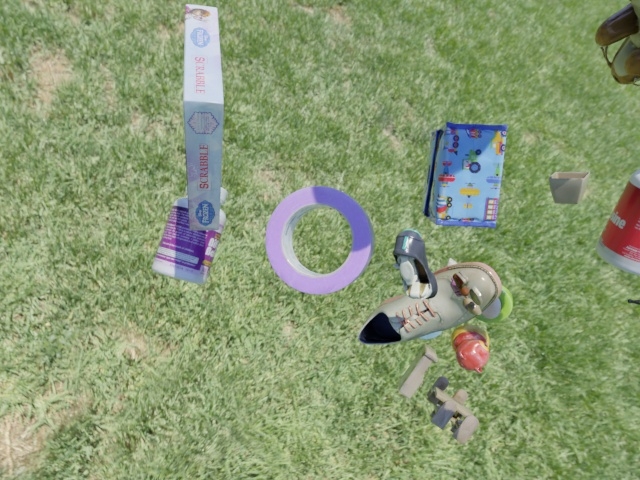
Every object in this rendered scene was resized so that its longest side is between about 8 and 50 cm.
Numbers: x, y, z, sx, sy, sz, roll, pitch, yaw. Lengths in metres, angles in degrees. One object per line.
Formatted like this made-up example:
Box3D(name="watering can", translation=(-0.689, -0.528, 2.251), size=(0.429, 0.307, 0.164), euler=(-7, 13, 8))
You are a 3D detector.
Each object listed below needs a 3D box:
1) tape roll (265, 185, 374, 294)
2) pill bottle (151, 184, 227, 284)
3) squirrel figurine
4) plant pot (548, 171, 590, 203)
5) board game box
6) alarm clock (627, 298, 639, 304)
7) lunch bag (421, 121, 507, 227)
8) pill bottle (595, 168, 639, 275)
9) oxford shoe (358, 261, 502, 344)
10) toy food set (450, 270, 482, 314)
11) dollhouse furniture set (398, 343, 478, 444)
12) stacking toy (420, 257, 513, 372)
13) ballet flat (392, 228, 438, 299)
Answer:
Box3D(name="tape roll", translation=(0.000, 0.000, 1.129), size=(0.275, 0.090, 0.274), euler=(0, 89, 14))
Box3D(name="pill bottle", translation=(-0.389, -0.028, 1.329), size=(0.169, 0.169, 0.301), euler=(18, 82, -11))
Box3D(name="squirrel figurine", translation=(0.874, -0.555, 1.028), size=(0.281, 0.397, 0.370), euler=(53, 13, 29))
Box3D(name="plant pot", translation=(0.869, -0.182, 1.514), size=(0.109, 0.109, 0.096), euler=(-27, 117, -45))
Box3D(name="board game box", translation=(-0.237, -0.240, 0.872), size=(0.066, 0.318, 0.318), euler=(-1, 52, -16))
Box3D(name="alarm clock", translation=(0.582, 0.095, 0.642), size=(0.129, 0.192, 0.064), euler=(12, 85, -6))
Box3D(name="lunch bag", translation=(0.317, -0.161, 1.057), size=(0.138, 0.293, 0.220), euler=(3, 100, -2))
Box3D(name="pill bottle", translation=(1.131, -0.100, 1.455), size=(0.229, 0.407, 0.229), euler=(7, 29, -4))
Box3D(name="oxford shoe", translation=(0.248, 0.177, 1.037), size=(0.147, 0.397, 0.140), euler=(-25, 79, -44))
Box3D(name="toy food set", translation=(0.243, 0.088, 0.731), size=(0.019, 0.122, 0.078), euler=(-31, 55, 3))
Box3D(name="dollhouse furniture set", translation=(0.399, 0.480, 1.395), size=(0.242, 0.161, 0.212), euler=(33, 8, 8))
Box3D(name="stacking toy", translation=(0.422, 0.236, 1.318), size=(0.309, 0.279, 0.130), euler=(31, 26, 4))
Box3D(name="ballet flat", translation=(0.179, 0.068, 0.831), size=(0.074, 0.203, 0.074), euler=(-14, 42, 13))
